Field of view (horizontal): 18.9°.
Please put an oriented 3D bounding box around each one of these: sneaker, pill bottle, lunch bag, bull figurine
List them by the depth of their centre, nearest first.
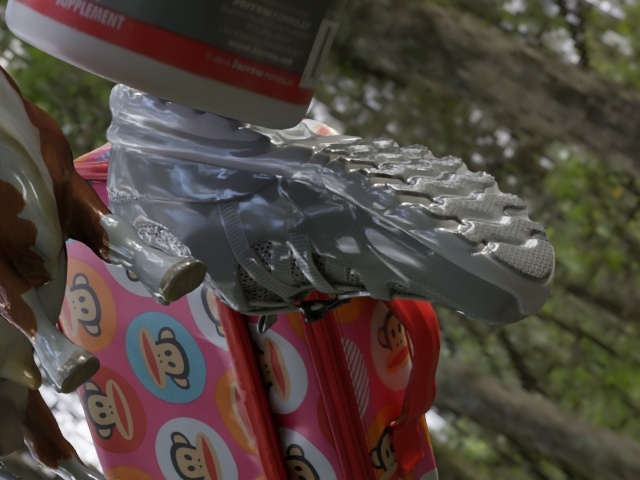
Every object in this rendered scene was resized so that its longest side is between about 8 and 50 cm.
[{"bbox_3d":[-0.156,0.012,0.897,0.101,0.188,0.310,-31,-26,-31],"label":"bull figurine"},{"bbox_3d":[-0.038,-0.212,0.951,0.161,0.161,0.283,7,-75,-59],"label":"pill bottle"},{"bbox_3d":[0.000,0.000,1.022,0.105,0.281,0.115,-6,-68,-51],"label":"sneaker"},{"bbox_3d":[-0.037,0.070,1.209,0.120,0.258,0.293,-34,-66,-47],"label":"lunch bag"}]
